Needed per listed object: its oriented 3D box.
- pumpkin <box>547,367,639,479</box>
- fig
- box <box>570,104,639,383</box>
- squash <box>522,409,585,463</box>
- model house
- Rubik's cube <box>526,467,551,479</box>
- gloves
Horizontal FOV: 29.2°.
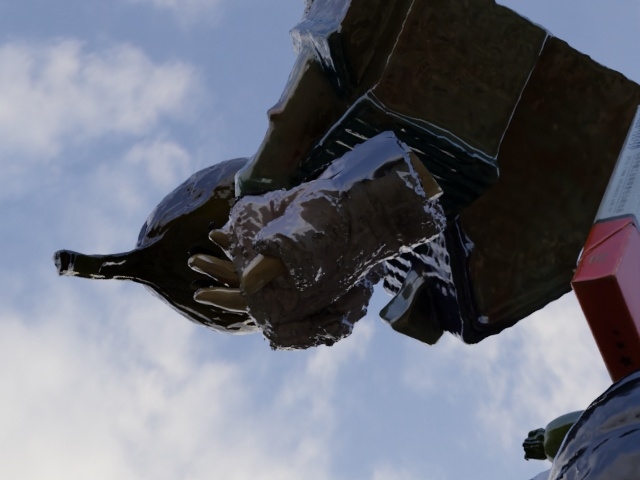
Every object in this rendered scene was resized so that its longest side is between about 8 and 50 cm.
[{"bbox_3d":[0.130,0.132,0.412,0.194,0.150,0.194,-23,-48,-28],"label":"pumpkin"},{"bbox_3d":[-0.137,-0.009,1.258,0.290,0.190,0.190,13,-75,-28],"label":"fig"},{"bbox_3d":[0.243,0.011,0.887,0.035,0.245,0.139,-12,-64,32],"label":"box"},{"bbox_3d":[0.337,0.208,1.263,0.258,0.069,0.069,2,-75,16],"label":"squash"},{"bbox_3d":[0.083,-0.066,1.076,0.312,0.245,0.280,23,-87,-24],"label":"model house"},{"bbox_3d":[0.165,0.274,0.680,0.225,0.231,0.221,34,-112,2],"label":"Rubik's cube"},{"bbox_3d":[0.005,0.002,0.704,0.144,0.110,0.094,-26,-58,22],"label":"gloves"}]
